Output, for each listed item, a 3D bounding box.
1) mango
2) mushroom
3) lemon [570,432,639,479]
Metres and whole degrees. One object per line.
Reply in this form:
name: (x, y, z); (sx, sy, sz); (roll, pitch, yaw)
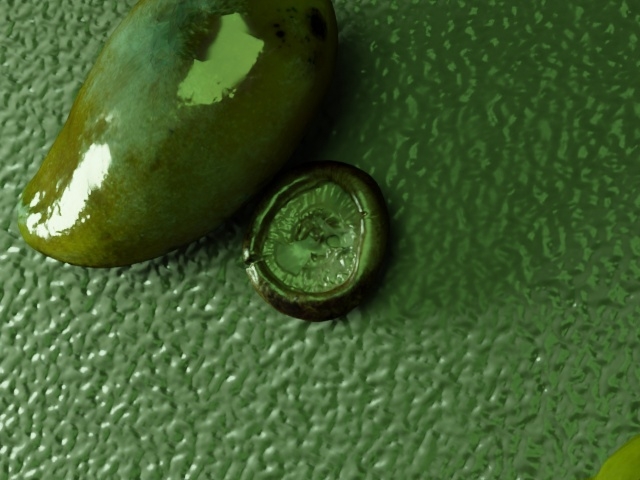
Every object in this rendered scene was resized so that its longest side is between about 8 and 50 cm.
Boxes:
mango: (-0.117, -0.091, 1.496); (0.316, 0.146, 0.192); (-39, 44, 17)
mushroom: (0.000, 0.000, 1.464); (0.123, 0.052, 0.123); (-6, 76, 26)
lemon: (0.259, 0.206, 1.206); (0.248, 0.184, 0.184); (18, 80, 23)
